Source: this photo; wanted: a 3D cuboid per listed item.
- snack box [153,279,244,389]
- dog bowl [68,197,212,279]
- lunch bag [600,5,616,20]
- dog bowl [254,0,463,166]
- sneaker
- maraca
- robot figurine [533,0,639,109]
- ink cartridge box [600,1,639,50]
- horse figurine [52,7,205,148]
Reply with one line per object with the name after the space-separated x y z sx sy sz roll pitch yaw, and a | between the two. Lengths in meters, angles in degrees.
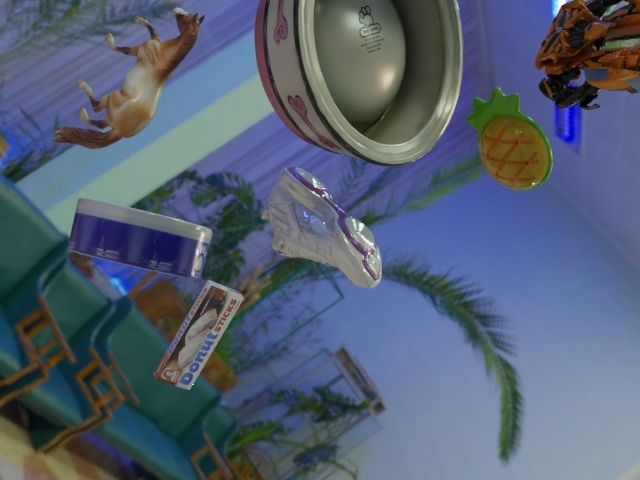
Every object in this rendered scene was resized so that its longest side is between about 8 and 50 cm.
-0.192 0.150 1.261 0.064 0.178 0.022 25 10 -35 | snack box
-0.352 -0.002 1.569 0.264 0.104 0.265 13 -3 1 | dog bowl
0.706 -0.488 1.876 0.176 0.219 0.090 46 -7 -18 | lunch bag
0.061 -0.324 1.329 0.150 0.408 0.408 3 -46 46 | dog bowl
0.000 0.000 1.496 0.114 0.152 0.305 14 29 -51 | sneaker
0.323 -0.170 1.371 0.127 0.099 0.186 -23 -81 39 | maraca
0.430 -0.294 1.160 0.085 0.211 0.291 30 -7 -28 | robot figurine
0.701 -0.502 1.533 0.207 0.353 0.119 20 20 10 | ink cartridge box
-0.280 -0.231 1.175 0.174 0.263 0.066 31 -2 35 | horse figurine
